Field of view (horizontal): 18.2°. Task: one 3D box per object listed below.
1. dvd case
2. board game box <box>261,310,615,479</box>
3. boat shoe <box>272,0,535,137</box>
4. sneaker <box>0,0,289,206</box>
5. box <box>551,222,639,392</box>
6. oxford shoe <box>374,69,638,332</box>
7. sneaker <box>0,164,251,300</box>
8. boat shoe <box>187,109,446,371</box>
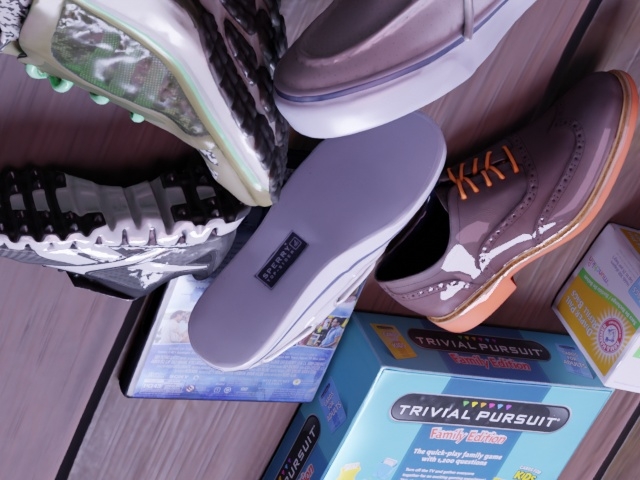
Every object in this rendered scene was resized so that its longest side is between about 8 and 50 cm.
[{"bbox_3d":[-0.047,0.032,1.637,0.180,0.022,0.253,4,126,-28],"label":"dvd case"},{"bbox_3d":[0.079,0.225,1.827,0.254,0.079,0.336,8,124,-31],"label":"board game box"},{"bbox_3d":[0.100,-0.228,1.389,0.367,0.136,0.156,-36,129,-10],"label":"boat shoe"},{"bbox_3d":[-0.152,-0.156,1.376,0.182,0.158,0.410,-10,143,25],"label":"sneaker"},{"bbox_3d":[0.329,0.073,1.795,0.203,0.114,0.103,13,121,-33],"label":"box"},{"bbox_3d":[0.152,-0.038,1.627,0.098,0.097,0.271,24,115,-33],"label":"oxford shoe"},{"bbox_3d":[-0.171,0.003,1.505,0.234,0.078,0.106,-3,134,-18],"label":"sneaker"},{"bbox_3d":[0.000,0.000,1.567,0.258,0.095,0.084,-42,164,5],"label":"boat shoe"}]
